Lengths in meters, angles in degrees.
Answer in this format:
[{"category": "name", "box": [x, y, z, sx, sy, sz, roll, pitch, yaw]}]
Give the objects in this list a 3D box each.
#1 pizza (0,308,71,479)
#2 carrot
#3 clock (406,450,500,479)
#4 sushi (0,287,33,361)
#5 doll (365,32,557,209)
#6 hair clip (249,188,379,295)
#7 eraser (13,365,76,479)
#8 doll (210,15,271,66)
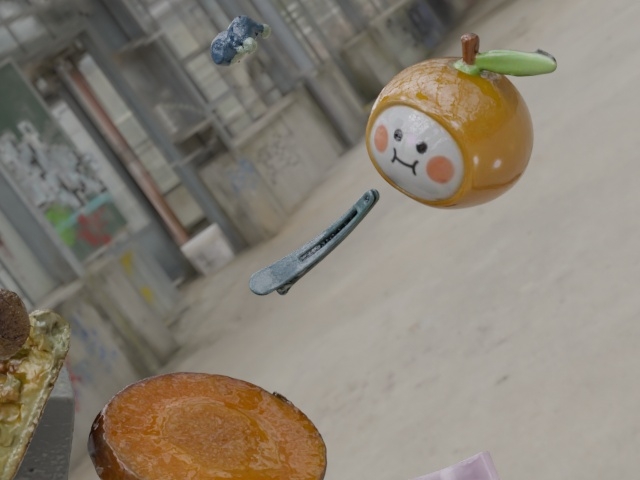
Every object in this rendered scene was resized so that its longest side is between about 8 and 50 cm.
[{"category": "pizza", "box": [-0.385, 0.191, 1.581, 0.258, 0.087, 0.268, -64, 10, 0]}, {"category": "carrot", "box": [-0.144, 0.269, 1.602, 0.100, 0.307, 0.258, -60, 33, 28]}, {"category": "clock", "box": [0.138, 0.414, 1.916, 0.290, 0.080, 0.275, -29, -28, 13]}, {"category": "sushi", "box": [-0.298, 0.075, 1.171, 0.050, 0.047, 0.099, -20, -47, -35]}, {"category": "doll", "box": [0.176, -0.164, 1.591, 0.213, 0.213, 0.236, -49, -22, -58]}, {"category": "hair clip", "box": [0.000, 0.000, 1.725, 0.229, 0.039, 0.070, -41, -22, 23]}, {"category": "eraser", "box": [-0.449, 0.362, 1.923, 0.111, 0.353, 0.077, 8, -7, -28]}, {"category": "doll", "box": [-0.111, -0.270, 1.709, 0.083, 0.050, 0.076, -35, 9, 40]}]
